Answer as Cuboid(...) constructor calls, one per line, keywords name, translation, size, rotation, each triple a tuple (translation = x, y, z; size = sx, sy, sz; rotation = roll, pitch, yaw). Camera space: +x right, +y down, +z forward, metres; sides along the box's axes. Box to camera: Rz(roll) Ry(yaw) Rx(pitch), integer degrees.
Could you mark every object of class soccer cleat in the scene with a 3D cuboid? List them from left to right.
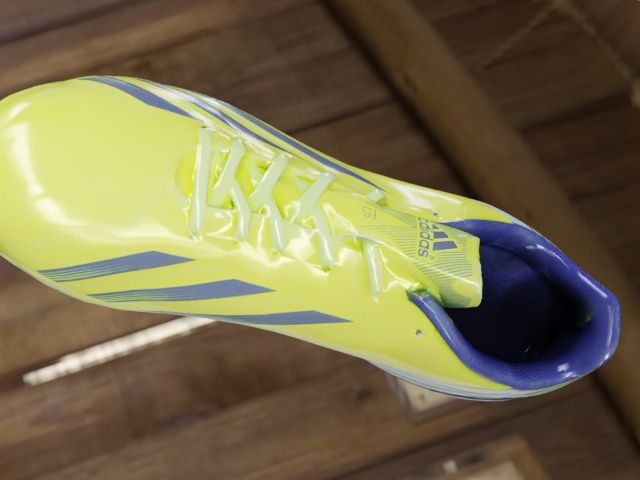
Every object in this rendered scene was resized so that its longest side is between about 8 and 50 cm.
Cuboid(name="soccer cleat", translation=(0.001, -0.001, 0.633), size=(0.121, 0.289, 0.093), rotation=(0, -105, 53))
